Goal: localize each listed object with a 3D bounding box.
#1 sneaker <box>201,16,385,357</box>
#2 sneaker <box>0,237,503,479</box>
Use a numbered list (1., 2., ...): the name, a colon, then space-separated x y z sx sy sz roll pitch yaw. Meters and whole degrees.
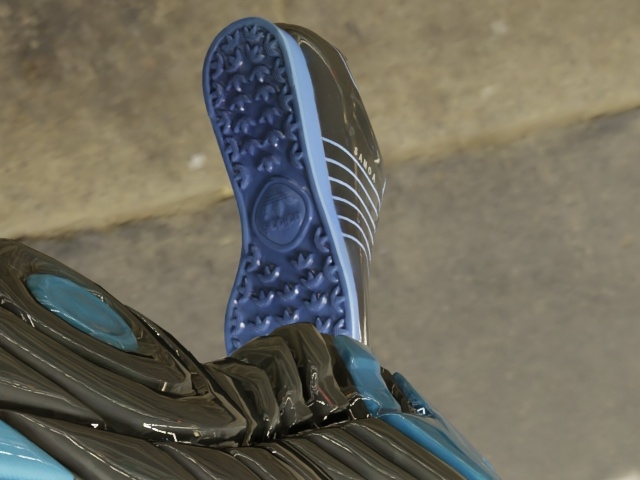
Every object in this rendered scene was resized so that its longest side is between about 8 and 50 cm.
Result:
1. sneaker: 0.000 0.000 0.975 0.090 0.081 0.232 6 75 -56
2. sneaker: -0.062 0.091 0.530 0.139 0.125 0.341 -52 148 9
